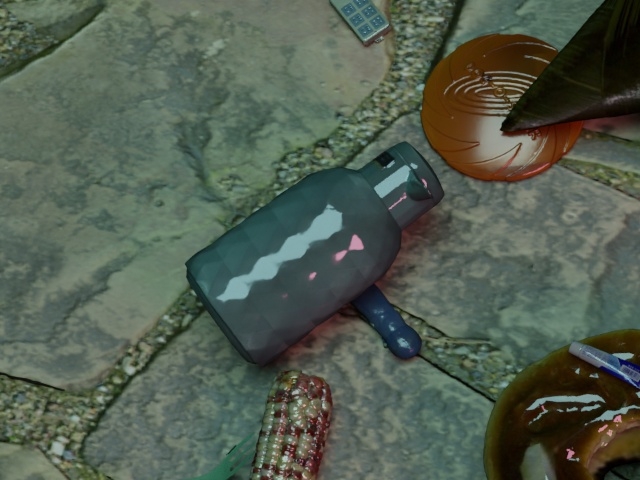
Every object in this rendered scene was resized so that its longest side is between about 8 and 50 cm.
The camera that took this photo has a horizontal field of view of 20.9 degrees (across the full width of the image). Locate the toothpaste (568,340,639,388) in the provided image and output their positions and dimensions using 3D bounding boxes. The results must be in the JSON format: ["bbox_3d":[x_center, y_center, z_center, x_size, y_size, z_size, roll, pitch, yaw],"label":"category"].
[{"bbox_3d":[0.289,0.124,1.744,0.083,0.015,0.024,23,60,24],"label":"toothpaste"}]

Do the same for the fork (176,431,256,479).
[{"bbox_3d":[-0.166,0.270,1.870,0.235,0.021,0.039,-27,31,13],"label":"fork"}]

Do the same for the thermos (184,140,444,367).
[{"bbox_3d":[0.000,0.000,1.905,0.286,0.182,0.145,-36,108,-2],"label":"thermos"}]

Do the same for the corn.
[{"bbox_3d":[-0.042,0.253,1.838,0.080,0.079,0.237,10,69,13],"label":"corn"}]

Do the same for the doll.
[{"bbox_3d":[0.067,0.083,1.924,0.037,0.027,0.125,-36,63,-8],"label":"doll"}]

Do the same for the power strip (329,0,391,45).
[{"bbox_3d":[0.047,-0.273,2.085,0.040,0.016,0.090,-34,66,-6],"label":"power strip"}]

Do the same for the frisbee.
[{"bbox_3d":[0.209,-0.159,2.000,0.192,0.035,0.192,-3,67,8],"label":"frisbee"}]

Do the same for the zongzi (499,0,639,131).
[{"bbox_3d":[0.413,-0.226,1.810,0.432,0.403,0.207,-33,100,-6],"label":"zongzi"}]

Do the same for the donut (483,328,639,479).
[{"bbox_3d":[0.328,0.251,1.747,0.330,0.160,0.330,-8,55,12],"label":"donut"}]
